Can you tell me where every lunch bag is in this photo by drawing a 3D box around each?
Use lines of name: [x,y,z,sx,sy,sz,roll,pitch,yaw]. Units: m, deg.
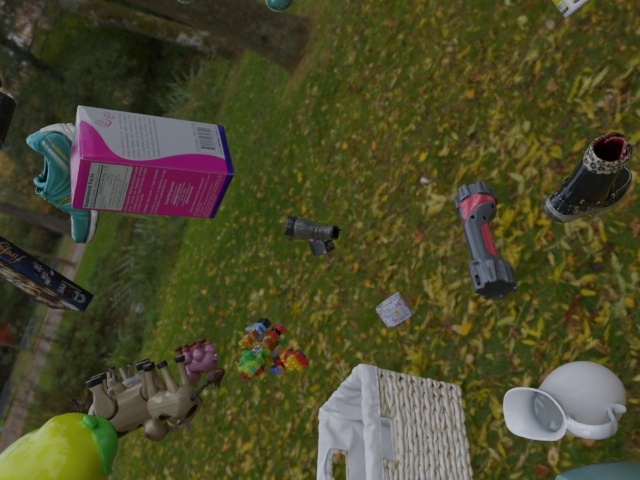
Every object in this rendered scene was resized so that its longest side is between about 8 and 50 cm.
lunch bag: [0.207,0.199,1.759,0.083,0.071,0.053,-35,6,10]

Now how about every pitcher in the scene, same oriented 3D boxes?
pitcher: [0.439,0.278,1.031,0.177,0.207,0.126,7,100,54]

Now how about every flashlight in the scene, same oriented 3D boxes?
flashlight: [0.389,-0.004,1.448,0.103,0.103,0.304,-35,40,29]

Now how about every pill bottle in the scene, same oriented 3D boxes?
pill bottle: [0.406,-0.440,1.039,0.065,0.116,0.065,-38,1,1]

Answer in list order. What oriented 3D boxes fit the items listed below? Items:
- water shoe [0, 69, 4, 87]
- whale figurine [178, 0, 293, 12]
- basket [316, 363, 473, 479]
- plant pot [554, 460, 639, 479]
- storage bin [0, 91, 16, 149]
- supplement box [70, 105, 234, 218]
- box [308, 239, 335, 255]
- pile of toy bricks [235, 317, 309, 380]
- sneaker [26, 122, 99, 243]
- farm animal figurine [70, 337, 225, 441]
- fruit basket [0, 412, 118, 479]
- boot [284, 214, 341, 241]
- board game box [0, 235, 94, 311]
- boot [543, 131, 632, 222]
water shoe: [-0.474,-0.254,0.800,0.203,0.072,0.080,126,128,-80]
whale figurine: [-0.094,-0.433,0.881,0.141,0.272,0.216,128,121,-76]
basket: [0.162,0.504,1.432,0.331,0.266,0.328,118,157,-52]
plant pot: [0.395,0.366,0.743,0.165,0.234,0.166,-175,99,-70]
storage bin: [-0.577,-0.192,0.937,0.122,0.180,0.084,-27,50,42]
supplement box: [-0.259,-0.115,0.942,0.114,0.220,0.111,-56,40,43]
box: [0.000,0.000,2.007,0.062,0.052,0.083,-9,104,38]
pile of toy bricks: [-0.121,0.229,1.205,0.105,0.118,0.212,-46,16,-25]
sneaker: [-0.524,-0.111,1.264,0.107,0.110,0.275,44,144,43]
farm animal figurine: [-0.336,0.330,1.273,0.330,0.326,0.172,31,-139,-87]
fruit basket: [-0.467,0.427,0.979,0.283,0.391,0.392,111,171,-66]
boot: [-0.018,-0.024,1.893,0.246,0.161,0.084,-6,-74,-87]
board game box: [-0.613,0.067,1.281,0.165,0.243,0.042,-3,54,44]
boot: [0.562,-0.135,1.208,0.085,0.236,0.179,55,152,25]
